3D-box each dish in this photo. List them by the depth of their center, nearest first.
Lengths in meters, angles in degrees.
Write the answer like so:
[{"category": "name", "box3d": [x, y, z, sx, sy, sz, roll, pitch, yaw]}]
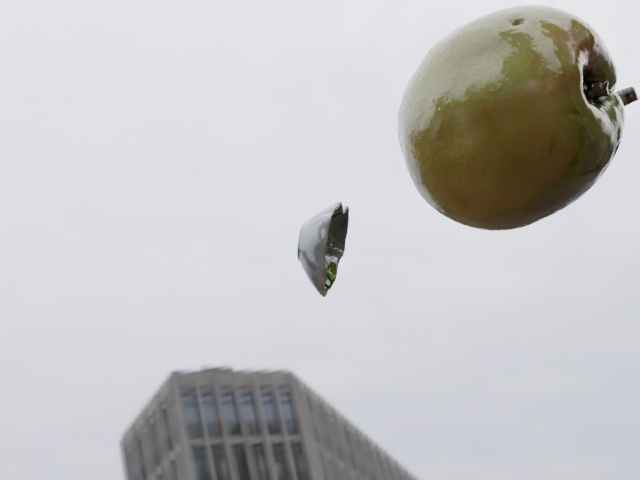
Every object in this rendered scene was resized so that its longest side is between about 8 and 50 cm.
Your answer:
[{"category": "dish", "box3d": [0.000, 0.000, 1.321, 0.039, 0.091, 0.137, 7, 16, 9]}]

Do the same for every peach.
[{"category": "peach", "box3d": [0.262, -0.161, 1.750, 0.316, 0.281, 0.314, -23, -25, 22]}]

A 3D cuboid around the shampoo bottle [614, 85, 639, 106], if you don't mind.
[{"category": "shampoo bottle", "box3d": [0.485, -0.231, 2.253, 0.162, 0.079, 0.079, -23, -29, 26]}]
